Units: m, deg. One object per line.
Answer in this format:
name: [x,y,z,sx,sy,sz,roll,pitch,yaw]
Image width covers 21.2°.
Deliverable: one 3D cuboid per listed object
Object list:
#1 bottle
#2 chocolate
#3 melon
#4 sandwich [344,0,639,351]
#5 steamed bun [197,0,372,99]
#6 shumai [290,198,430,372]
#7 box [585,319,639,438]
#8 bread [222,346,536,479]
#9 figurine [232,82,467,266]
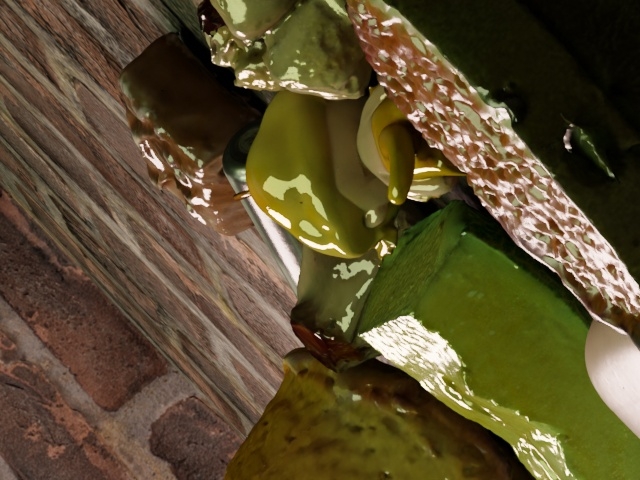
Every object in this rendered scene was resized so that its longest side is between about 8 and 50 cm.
bottle: [0.000,0.000,1.540,0.096,0.079,0.253,-1,136,29]
chocolate: [-0.115,-0.090,1.616,0.148,0.093,0.214,46,166,20]
melon: [0.172,0.118,1.215,0.323,0.124,0.196,45,169,-4]
sandwich: [0.127,-0.066,0.901,0.292,0.109,0.212,47,173,20]
steamed bun: [-0.038,-0.170,1.122,0.192,0.106,0.177,56,163,-20]
shumai: [0.028,0.036,1.402,0.201,0.120,0.201,35,158,16]
box: [0.227,0.075,0.987,0.146,0.088,0.200,44,165,4]
bread: [0.093,0.256,1.568,0.398,0.215,0.398,39,173,6]
figurine: [0.026,-0.058,1.219,0.246,0.131,0.156,-20,88,62]
